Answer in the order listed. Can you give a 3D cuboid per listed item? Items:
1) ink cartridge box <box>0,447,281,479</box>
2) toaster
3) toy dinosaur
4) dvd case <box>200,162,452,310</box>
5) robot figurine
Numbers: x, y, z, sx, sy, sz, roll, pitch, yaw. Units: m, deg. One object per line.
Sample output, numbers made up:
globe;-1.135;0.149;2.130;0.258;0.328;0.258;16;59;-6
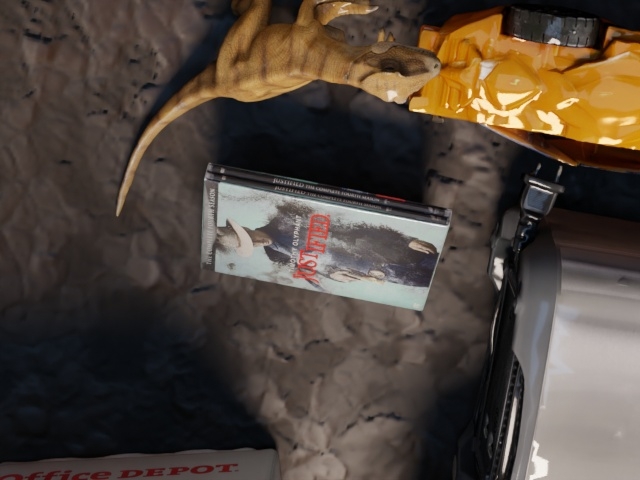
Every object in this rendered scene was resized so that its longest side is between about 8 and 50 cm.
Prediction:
ink cartridge box;-0.109;0.197;0.677;0.172;0.237;0.100;-4;107;4
toaster;0.150;0.076;0.687;0.146;0.129;0.227;7;106;-3
toy dinosaur;-0.033;-0.087;0.678;0.211;0.112;0.064;-11;135;46
dvd case;0.000;0.000;0.705;0.119;0.013;0.087;12;148;1
robot figurine;0.195;-0.112;0.655;0.291;0.085;0.211;9;105;2
